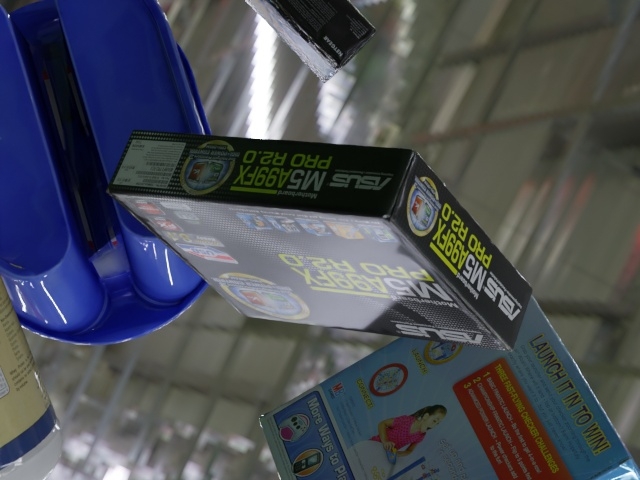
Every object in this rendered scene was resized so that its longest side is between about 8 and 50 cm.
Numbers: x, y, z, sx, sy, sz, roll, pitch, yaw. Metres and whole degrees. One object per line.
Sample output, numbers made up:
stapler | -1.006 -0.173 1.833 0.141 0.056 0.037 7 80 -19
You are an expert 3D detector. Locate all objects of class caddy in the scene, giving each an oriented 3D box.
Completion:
caddy | -0.216 -0.078 1.639 0.179 0.241 0.341 81 -8 -71

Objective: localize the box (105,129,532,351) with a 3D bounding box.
box | 0.000 0.000 1.435 0.270 0.216 0.060 7 -116 35

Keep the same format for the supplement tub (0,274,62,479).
supplement tub | -0.350 0.063 1.399 0.228 0.316 0.228 -19 -169 4

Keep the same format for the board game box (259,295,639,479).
board game box | 0.121 0.210 1.744 0.302 0.086 0.308 -30 -145 4

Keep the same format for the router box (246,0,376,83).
router box | -0.036 -0.212 1.508 0.046 0.179 0.133 -44 -177 -5
